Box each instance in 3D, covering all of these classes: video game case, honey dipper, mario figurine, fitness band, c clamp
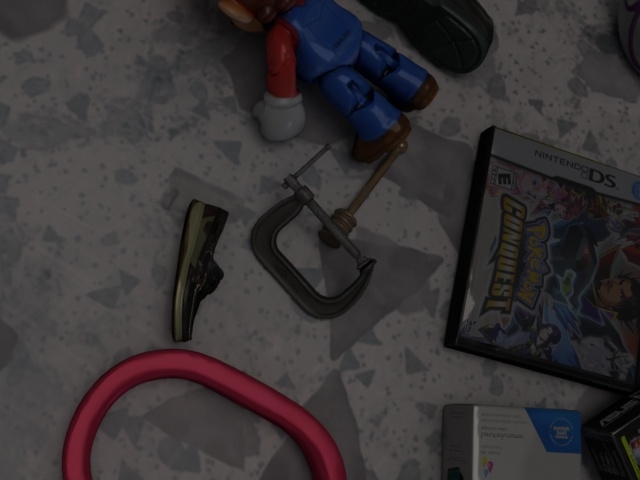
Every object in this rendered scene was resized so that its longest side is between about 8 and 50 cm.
[{"bbox_3d":[0.288,0.024,0.996,0.248,0.035,0.274,16,74,-14],"label":"video game case"},{"bbox_3d":[0.055,-0.058,0.944,0.030,0.030,0.160,41,68,-6],"label":"honey dipper"},{"bbox_3d":[-0.026,-0.237,0.930,0.320,0.170,0.198,43,33,-16],"label":"mario figurine"},{"bbox_3d":[-0.111,0.233,0.822,0.291,0.054,0.209,31,69,-10],"label":"fitness band"},{"bbox_3d":[0.000,0.000,0.890,0.137,0.022,0.160,-36,95,7],"label":"c clamp"}]

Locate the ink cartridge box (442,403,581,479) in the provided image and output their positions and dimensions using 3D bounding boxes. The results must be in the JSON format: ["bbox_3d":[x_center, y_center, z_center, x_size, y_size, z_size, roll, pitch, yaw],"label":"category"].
[{"bbox_3d":[0.205,0.296,0.890,0.134,0.078,0.230,6,77,-16],"label":"ink cartridge box"}]

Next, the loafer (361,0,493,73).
[{"bbox_3d":[0.104,-0.316,0.992,0.267,0.096,0.084,44,50,-12],"label":"loafer"}]

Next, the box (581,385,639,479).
[{"bbox_3d":[0.447,0.286,0.961,0.216,0.060,0.270,-27,95,-20],"label":"box"}]

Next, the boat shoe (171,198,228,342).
[{"bbox_3d":[-0.124,0.032,0.855,0.049,0.056,0.152,9,76,-10],"label":"boat shoe"}]

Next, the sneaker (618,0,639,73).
[{"bbox_3d":[0.510,-0.248,1.098,0.152,0.114,0.305,-41,97,-34],"label":"sneaker"}]
